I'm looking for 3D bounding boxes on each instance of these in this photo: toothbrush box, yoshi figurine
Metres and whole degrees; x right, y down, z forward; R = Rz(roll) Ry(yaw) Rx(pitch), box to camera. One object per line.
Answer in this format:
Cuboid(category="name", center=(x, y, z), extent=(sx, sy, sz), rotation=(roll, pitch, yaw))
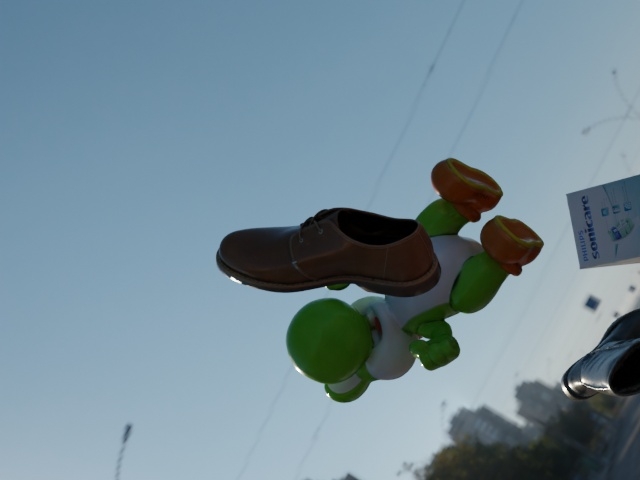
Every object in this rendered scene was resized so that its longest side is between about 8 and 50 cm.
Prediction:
Cuboid(category="toothbrush box", center=(0.555, -0.045, 1.553), extent=(0.216, 0.295, 0.126), rotation=(-3, -98, -44))
Cuboid(category="yoshi figurine", center=(0.089, 0.074, 1.303), extent=(0.362, 0.203, 0.204), rotation=(-49, 12, 25))

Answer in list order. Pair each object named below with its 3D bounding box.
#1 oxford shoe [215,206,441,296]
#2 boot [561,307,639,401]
Cuboid(category="oxford shoe", center=(0.000, 0.000, 0.935), extent=(0.076, 0.212, 0.076), rotation=(-72, -26, -42))
Cuboid(category="boot", center=(0.406, 0.141, 1.340), extent=(0.189, 0.076, 0.208), rotation=(-42, -11, -13))
